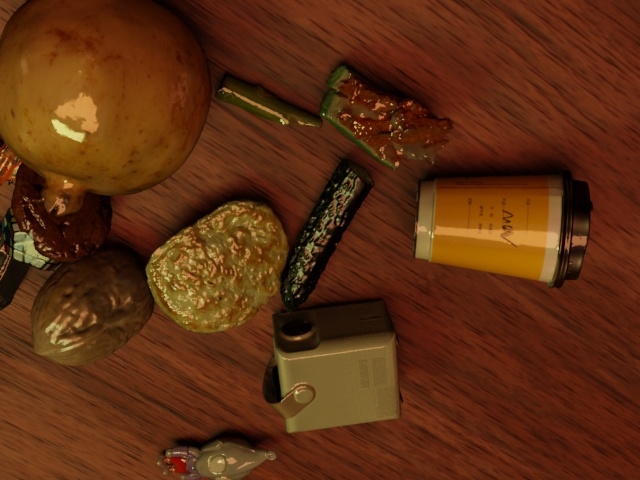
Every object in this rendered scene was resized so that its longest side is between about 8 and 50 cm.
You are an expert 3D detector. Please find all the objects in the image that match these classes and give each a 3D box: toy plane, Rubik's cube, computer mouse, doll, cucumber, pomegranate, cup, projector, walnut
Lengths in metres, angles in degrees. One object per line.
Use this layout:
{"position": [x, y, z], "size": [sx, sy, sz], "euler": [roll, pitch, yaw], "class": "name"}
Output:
{"position": [-0.522, -0.111, 1.779], "size": [0.135, 0.062, 0.188], "euler": [32, 125, -16], "class": "toy plane"}
{"position": [-0.457, -0.013, 1.794], "size": [0.112, 0.133, 0.133], "euler": [-6, 120, -30], "class": "Rubik's cube"}
{"position": [-0.561, 0.064, 1.856], "size": [0.106, 0.062, 0.192], "euler": [28, 114, -15], "class": "computer mouse"}
{"position": [-0.189, 0.406, 2.035], "size": [0.227, 0.075, 0.102], "euler": [-5, 134, 13], "class": "doll"}
{"position": [-0.002, -0.001, 1.839], "size": [0.072, 0.072, 0.300], "euler": [24, 113, -13], "class": "cucumber"}
{"position": [-0.326, -0.193, 1.592], "size": [0.342, 0.342, 0.342], "euler": [-1, 116, -2], "class": "pomegranate"}
{"position": [0.292, -0.024, 1.783], "size": [0.279, 0.196, 0.196], "euler": [3, 116, 5], "class": "cup"}
{"position": [0.015, 0.218, 1.898], "size": [0.242, 0.163, 0.177], "euler": [-8, 115, -1], "class": "projector"}
{"position": [-0.382, 0.112, 1.809], "size": [0.178, 0.230, 0.178], "euler": [31, 145, 25], "class": "walnut"}

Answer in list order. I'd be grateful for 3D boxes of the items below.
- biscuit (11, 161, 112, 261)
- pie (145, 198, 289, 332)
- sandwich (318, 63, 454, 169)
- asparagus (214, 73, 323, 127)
{"position": [-0.404, -0.061, 1.740], "size": [0.049, 0.192, 0.192], "euler": [-9, 122, 40], "class": "biscuit"}
{"position": [-0.165, 0.044, 1.830], "size": [0.248, 0.090, 0.201], "euler": [-32, 113, -4], "class": "pie"}
{"position": [0.096, -0.185, 1.706], "size": [0.185, 0.160, 0.109], "euler": [30, 93, -24], "class": "sandwich"}
{"position": [-0.081, -0.212, 1.749], "size": [0.178, 0.041, 0.045], "euler": [23, 69, -13], "class": "asparagus"}
